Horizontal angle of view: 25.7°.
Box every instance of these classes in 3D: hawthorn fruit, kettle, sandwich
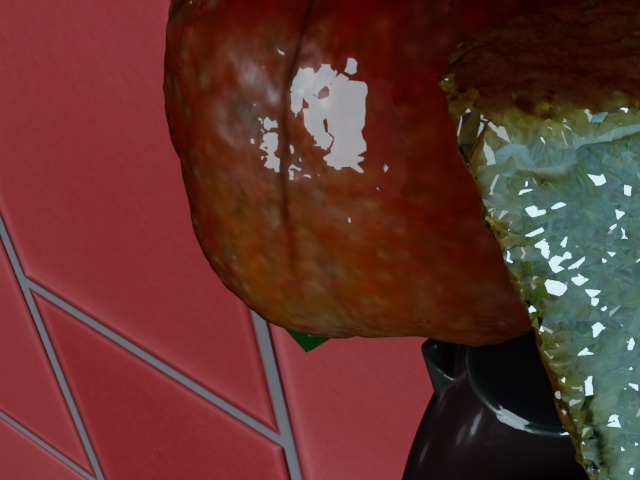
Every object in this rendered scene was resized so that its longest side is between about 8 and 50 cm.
[{"bbox_3d":[0.039,-0.071,0.688,0.258,0.258,0.262,14,157,45],"label":"hawthorn fruit"},{"bbox_3d":[0.152,0.150,0.923,0.202,0.144,0.232,19,141,10],"label":"kettle"},{"bbox_3d":[0.222,0.001,0.526,0.301,0.099,0.271,-18,118,16],"label":"sandwich"}]

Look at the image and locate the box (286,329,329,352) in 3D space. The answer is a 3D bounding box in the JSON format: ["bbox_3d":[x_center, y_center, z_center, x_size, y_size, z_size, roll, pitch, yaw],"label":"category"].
[{"bbox_3d":[0.000,0.000,1.035,0.132,0.034,0.235,48,151,-1],"label":"box"}]
